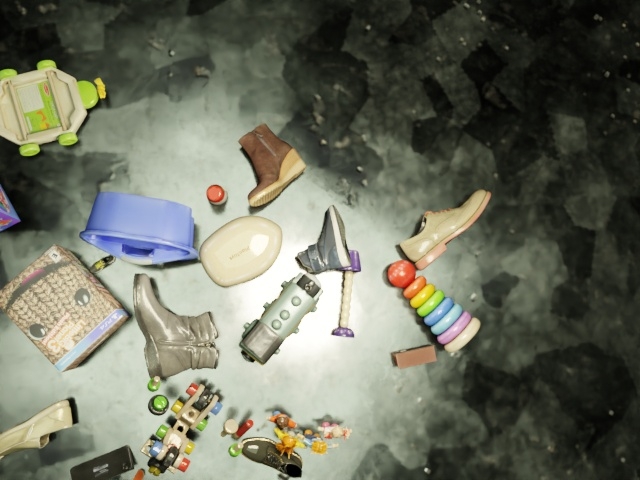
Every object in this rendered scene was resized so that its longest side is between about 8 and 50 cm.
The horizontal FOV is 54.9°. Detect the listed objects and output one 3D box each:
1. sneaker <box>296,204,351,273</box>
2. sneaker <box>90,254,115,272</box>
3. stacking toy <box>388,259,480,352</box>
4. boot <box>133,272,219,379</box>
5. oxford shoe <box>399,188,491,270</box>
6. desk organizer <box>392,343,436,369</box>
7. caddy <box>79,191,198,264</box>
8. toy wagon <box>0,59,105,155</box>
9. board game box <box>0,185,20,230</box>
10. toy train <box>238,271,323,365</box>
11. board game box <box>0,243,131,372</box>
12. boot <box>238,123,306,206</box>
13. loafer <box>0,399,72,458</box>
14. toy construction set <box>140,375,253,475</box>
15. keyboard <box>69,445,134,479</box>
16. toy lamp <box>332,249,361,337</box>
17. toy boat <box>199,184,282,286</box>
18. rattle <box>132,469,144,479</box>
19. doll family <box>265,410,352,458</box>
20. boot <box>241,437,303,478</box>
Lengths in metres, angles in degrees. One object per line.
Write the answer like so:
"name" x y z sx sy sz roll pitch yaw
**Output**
"sneaker" -0.001 0.000 1.949 0.163 0.086 0.226 -18 56 16
"sneaker" -0.672 0.069 1.886 0.083 0.035 0.031 -38 88 -10
"stacking toy" 0.341 0.195 1.949 0.330 0.141 0.141 44 80 5
"boot" -0.435 0.243 1.865 0.223 0.118 0.338 -13 95 -11
"oxford shoe" 0.406 -0.063 1.991 0.348 0.123 0.130 -43 84 -11
"desk organizer" 0.299 0.369 1.958 0.130 0.047 0.050 -11 87 -8
"caddy" -0.525 -0.017 1.814 0.341 0.241 0.179 9 75 -5
"toy wagon" -0.836 -0.421 1.914 0.344 0.068 0.267 -17 85 -9
"board game box" -1.025 -0.205 1.780 0.078 0.233 0.347 -30 87 -10
"toy train" -0.116 0.233 1.853 0.142 0.190 0.334 42 80 -1
"board game box" -0.751 0.198 1.806 0.232 0.141 0.291 -44 89 -10
"boot" -0.191 -0.239 1.948 0.207 0.090 0.248 44 62 8
"loafer" -0.837 0.564 1.770 0.268 0.102 0.092 -33 82 -10
"toy construction set" -0.381 0.574 1.804 0.309 0.237 0.257 14 50 -22
"keyboard" -0.637 0.684 1.802 0.180 0.023 0.108 -21 53 -8
"toy lamp" 0.084 0.166 1.942 0.080 0.080 0.274 6 81 -6
"toy boat" -0.267 -0.031 1.907 0.268 0.148 0.318 -25 94 -4
"rattle" -0.595 0.785 1.810 0.130 0.142 0.199 24 44 3
"doll family" -0.041 0.590 1.826 0.263 0.163 0.118 12 78 -5
"boot" -0.142 0.644 1.824 0.198 0.137 0.076 15 82 -3
